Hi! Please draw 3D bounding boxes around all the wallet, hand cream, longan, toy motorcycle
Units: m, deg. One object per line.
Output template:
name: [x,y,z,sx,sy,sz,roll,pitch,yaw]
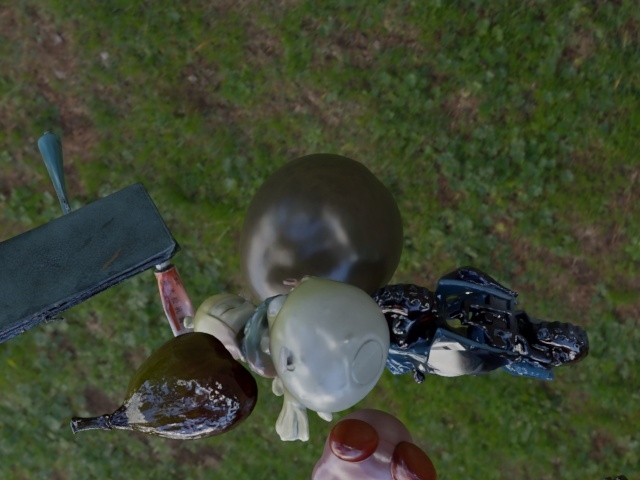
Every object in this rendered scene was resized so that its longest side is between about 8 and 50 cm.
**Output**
wallet: [-0.407,0.043,1.432,0.190,0.379,0.046,53,163,42]
hand cream: [-0.533,-0.132,1.963,0.083,0.048,0.224,100,152,-55]
longan: [0.000,0.000,1.785,0.319,0.319,0.319,17,133,19]
hand cream: [-0.247,0.117,1.678,0.052,0.038,0.216,-16,105,12]
toy motorcycle: [0.261,0.172,1.735,0.416,0.172,0.232,12,147,-13]

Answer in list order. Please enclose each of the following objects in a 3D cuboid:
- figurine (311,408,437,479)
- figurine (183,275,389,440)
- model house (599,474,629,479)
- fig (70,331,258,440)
figurine: [0.125,0.498,2.275,0.270,0.211,0.261,26,139,-6]
figurine: [-0.075,0.181,1.560,0.394,0.227,0.274,10,99,42]
model house: [0.568,0.542,1.931,0.165,0.152,0.106,-41,63,34]
fig: [-0.235,0.232,1.437,0.170,0.274,0.145,51,148,41]
